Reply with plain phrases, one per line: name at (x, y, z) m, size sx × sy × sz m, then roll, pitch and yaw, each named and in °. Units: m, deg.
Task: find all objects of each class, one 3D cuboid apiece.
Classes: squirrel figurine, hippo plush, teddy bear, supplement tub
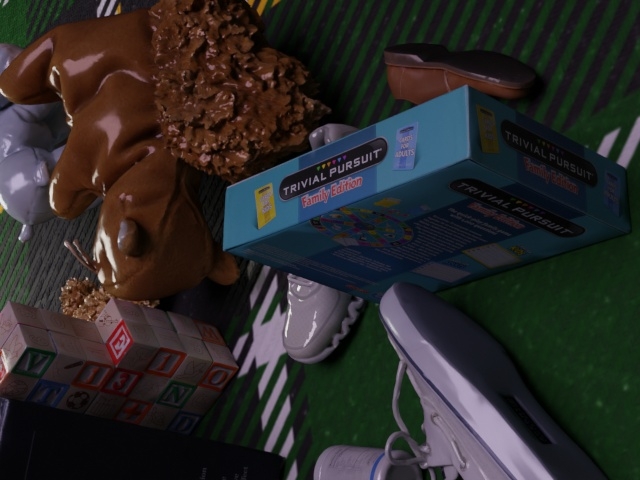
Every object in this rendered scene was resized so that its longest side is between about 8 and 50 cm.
squirrel figurine at (-0.192, -0.123, 1.740) m, size 0.397 × 0.281 × 0.370 m, roll -35°, pitch 48°, yaw 28°
hippo plush at (-0.440, -0.147, 2.049) m, size 0.236 × 0.294 × 0.234 m, roll 47°, pitch 132°, yaw 38°
teddy bear at (-0.338, 0.153, 1.928) m, size 0.338 × 0.113 × 0.245 m, roll -15°, pitch 62°, yaw 44°
supplement tub at (0.052, 0.261, 1.484) m, size 0.107 × 0.071 × 0.071 m, roll -6°, pitch 71°, yaw 47°

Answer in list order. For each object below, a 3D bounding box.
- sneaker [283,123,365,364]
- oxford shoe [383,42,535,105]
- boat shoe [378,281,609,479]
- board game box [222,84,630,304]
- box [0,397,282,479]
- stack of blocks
sneaker at (0.000, 0.000, 1.611) m, size 0.110 × 0.118 × 0.292 m, roll 13°, pitch 87°, yaw 48°
oxford shoe at (0.161, -0.178, 1.554) m, size 0.212 × 0.076 × 0.076 m, roll 17°, pitch 118°, yaw 47°
boat shoe at (0.148, 0.206, 1.369) m, size 0.156 × 0.136 × 0.367 m, roll -55°, pitch 52°, yaw 21°
board game box at (0.105, -0.033, 1.401) m, size 0.336 × 0.254 × 0.079 m, roll -20°, pitch 60°, yaw 42°
box at (-0.273, 0.353, 1.558) m, size 0.212 × 0.395 × 0.293 m, roll -4°, pitch 72°, yaw 47°
stack of blocks at (-0.274, 0.165, 1.707) m, size 0.171 × 0.297 × 0.087 m, roll -54°, pitch 43°, yaw 20°
